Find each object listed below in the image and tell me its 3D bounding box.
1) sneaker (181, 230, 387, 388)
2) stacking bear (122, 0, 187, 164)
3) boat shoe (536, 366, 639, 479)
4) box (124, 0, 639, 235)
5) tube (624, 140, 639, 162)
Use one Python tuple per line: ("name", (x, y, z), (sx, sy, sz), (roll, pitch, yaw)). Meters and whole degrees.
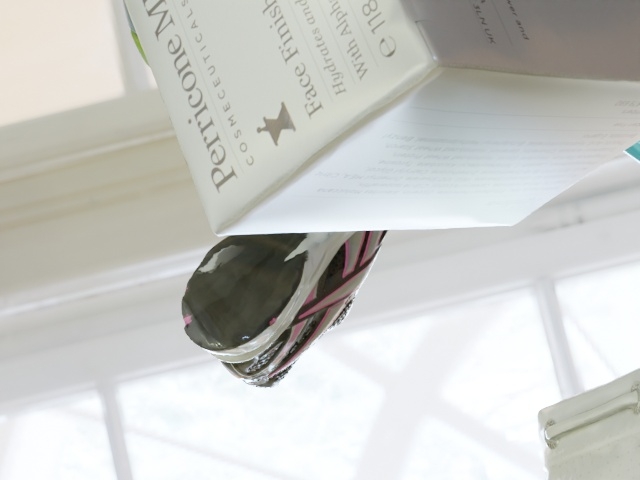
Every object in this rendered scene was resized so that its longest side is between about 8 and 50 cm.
("sneaker", (0.000, 0.000, 0.757), (0.072, 0.178, 0.077), (33, 160, 31))
("stacking bear", (-0.085, -0.168, 1.272), (0.175, 0.164, 0.289), (31, 146, 49))
("boat shoe", (0.204, 0.021, 0.560), (0.367, 0.135, 0.156), (-47, 50, 50))
("box", (0.027, -0.106, 0.574), (0.182, 0.119, 0.181), (-3, -116, -47))
("tube", (0.221, -0.091, 1.027), (0.207, 0.080, 0.052), (38, 176, 39))
